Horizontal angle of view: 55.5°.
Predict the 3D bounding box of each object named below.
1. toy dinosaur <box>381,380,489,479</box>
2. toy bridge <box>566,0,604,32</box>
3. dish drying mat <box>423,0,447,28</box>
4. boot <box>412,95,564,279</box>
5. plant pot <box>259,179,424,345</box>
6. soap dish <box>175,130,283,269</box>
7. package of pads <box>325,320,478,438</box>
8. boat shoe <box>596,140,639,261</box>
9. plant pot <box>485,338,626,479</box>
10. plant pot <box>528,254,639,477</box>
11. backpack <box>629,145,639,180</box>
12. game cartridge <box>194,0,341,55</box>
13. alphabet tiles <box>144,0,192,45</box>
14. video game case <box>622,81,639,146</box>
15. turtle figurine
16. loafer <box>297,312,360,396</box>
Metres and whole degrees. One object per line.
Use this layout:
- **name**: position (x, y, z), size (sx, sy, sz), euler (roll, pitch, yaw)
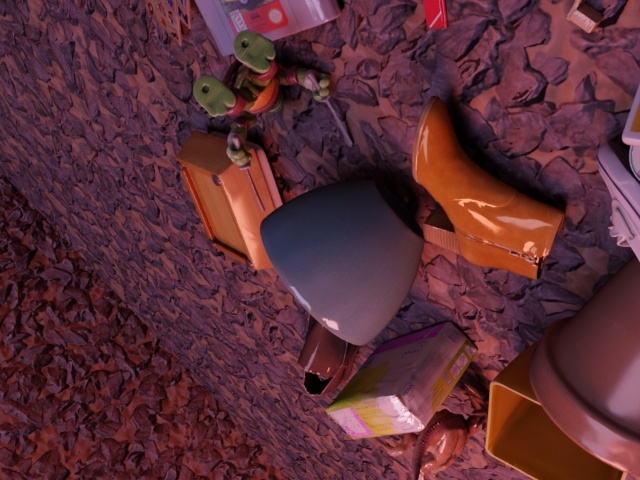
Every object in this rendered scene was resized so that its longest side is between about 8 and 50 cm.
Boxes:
- **toy dinosaur**: position (0.252, 0.374, 1.203), size (0.200, 0.295, 0.127), euler (-47, 65, 23)
- **toy bridge**: position (0.313, -0.308, 0.636), size (0.063, 0.026, 0.188), euler (42, 147, 11)
- **dish drying mat**: position (0.151, -0.326, 0.815), size (0.032, 0.008, 0.083), euler (16, 137, 39)
- **boot**: position (0.253, -0.072, 0.901), size (0.211, 0.104, 0.295), euler (17, 142, 29)
- **plant pot**: position (0.065, 0.007, 1.063), size (0.195, 0.290, 0.290), euler (-42, 92, 16)
- **soap dish**: position (-0.188, -0.083, 1.325), size (0.228, 0.118, 0.291), euler (24, 141, 45)
- **package of pads**: position (0.157, 0.298, 1.267), size (0.101, 0.229, 0.296), euler (48, 146, -3)
- **boat shoe**: position (0.375, -0.022, 0.716), size (0.083, 0.226, 0.076), euler (13, 133, -26)
- **plant pot**: position (0.413, 0.274, 0.991), size (0.212, 0.187, 0.212), euler (23, 139, 33)
- **plant pot**: position (0.442, 0.140, 0.795), size (0.263, 0.263, 0.229), euler (30, 127, 24)
- **backpack**: position (0.426, -0.094, 0.631), size (0.188, 0.144, 0.166), euler (40, 146, 27)
- **game cartridge**: position (-0.111, -0.418, 0.976), size (0.294, 0.060, 0.196), euler (2, 123, 47)
- **alphabet tiles**: position (-0.297, -0.477, 1.111), size (0.198, 0.009, 0.237), euler (48, 157, 15)
- **video game case**: position (0.409, -0.176, 0.533), size (0.206, 0.026, 0.227), euler (20, 94, 35)
- **turtle figurine**: position (-0.073, -0.209, 0.998), size (0.197, 0.266, 0.275), euler (-12, 85, 13)
- **loafer**: position (0.017, 0.278, 1.493), size (0.133, 0.130, 0.366), euler (28, 143, 26)
